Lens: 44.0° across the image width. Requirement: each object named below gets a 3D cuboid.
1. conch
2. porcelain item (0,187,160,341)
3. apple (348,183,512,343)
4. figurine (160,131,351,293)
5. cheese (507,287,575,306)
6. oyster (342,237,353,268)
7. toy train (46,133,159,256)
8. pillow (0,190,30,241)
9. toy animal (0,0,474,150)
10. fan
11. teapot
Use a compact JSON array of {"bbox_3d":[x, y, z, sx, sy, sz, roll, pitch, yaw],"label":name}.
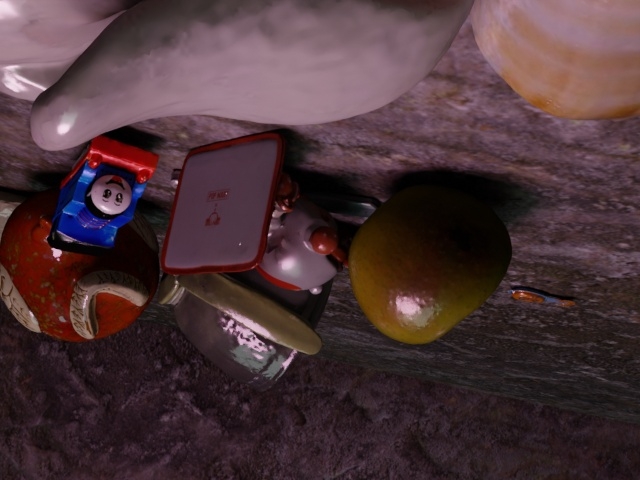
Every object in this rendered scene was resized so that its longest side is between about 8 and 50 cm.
[{"bbox_3d":[0.153,-0.122,0.371,0.158,0.127,0.255,-5,-174,8],"label":"conch"},{"bbox_3d":[-0.363,0.025,1.169,0.253,0.253,0.253,11,165,3],"label":"porcelain item"},{"bbox_3d":[0.121,0.024,0.917,0.157,0.196,0.196,49,167,9],"label":"apple"},{"bbox_3d":[-0.039,-0.006,0.960,0.183,0.160,0.226,-3,160,44],"label":"figurine"},{"bbox_3d":[0.360,0.093,1.295,0.111,0.017,0.047,11,167,-1],"label":"cheese"},{"bbox_3d":[0.001,-0.001,1.139,0.209,0.072,0.133,10,-173,-21],"label":"oyster"},{"bbox_3d":[-0.278,-0.056,1.000,0.082,0.131,0.204,19,163,-24],"label":"toy train"},{"bbox_3d":[-0.587,-0.035,1.413,0.274,0.076,0.281,9,159,-1],"label":"pillow"},{"bbox_3d":[-0.073,-0.137,0.390,0.289,0.249,0.174,16,134,16],"label":"toy animal"},{"bbox_3d":[-0.061,-0.063,1.036,0.282,0.023,0.057,9,166,3],"label":"fan"},{"bbox_3d":[-0.130,0.103,1.199,0.239,0.239,0.321,29,-156,-15],"label":"teapot"}]
